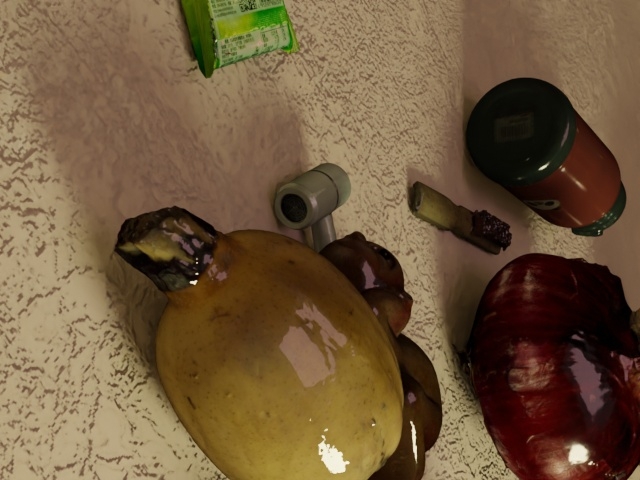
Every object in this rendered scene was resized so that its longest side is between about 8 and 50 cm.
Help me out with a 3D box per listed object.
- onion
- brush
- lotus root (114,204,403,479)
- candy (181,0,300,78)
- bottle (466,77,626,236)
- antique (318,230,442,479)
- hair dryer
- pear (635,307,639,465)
[{"bbox_3d":[0.311,0.164,1.517,0.314,0.232,0.314,28,57,-55],"label":"onion"},{"bbox_3d":[0.179,-0.027,1.538,0.248,0.036,0.043,23,58,-56],"label":"brush"},{"bbox_3d":[-0.048,0.082,0.993,0.310,0.182,0.183,55,39,-29],"label":"lotus root"},{"bbox_3d":[-0.073,-0.211,1.153,0.178,0.032,0.102,-34,115,-59],"label":"candy"},{"bbox_3d":[0.324,-0.097,1.713,0.336,0.144,0.144,31,56,-56],"label":"bottle"},{"bbox_3d":[0.047,0.111,1.187,0.257,0.121,0.143,68,30,-25],"label":"antique"},{"bbox_3d":[0.000,0.000,1.217,0.082,0.047,0.137,-36,121,-56],"label":"hair dryer"},{"bbox_3d":[0.590,0.226,1.941,0.314,0.314,0.314,24,62,-56],"label":"pear"}]
